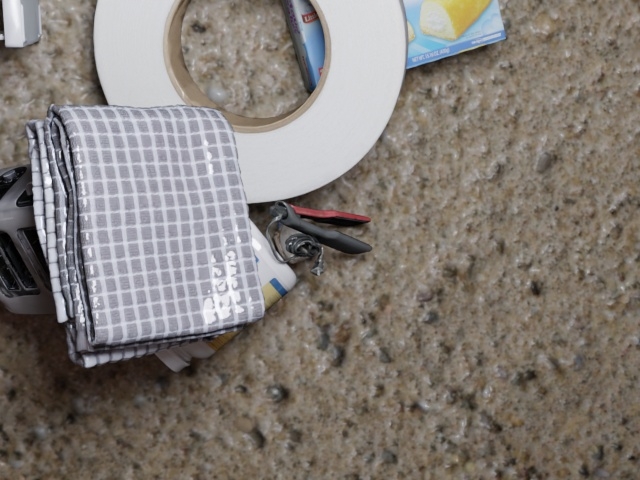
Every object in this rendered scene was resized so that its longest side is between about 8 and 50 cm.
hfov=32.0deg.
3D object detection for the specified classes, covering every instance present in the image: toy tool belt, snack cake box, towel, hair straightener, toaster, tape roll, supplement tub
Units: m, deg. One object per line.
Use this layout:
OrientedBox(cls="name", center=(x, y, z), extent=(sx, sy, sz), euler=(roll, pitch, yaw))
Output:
OrientedBox(cls="toy tool belt", center=(-0.038, -0.011, 1.516), extent=(0.052, 0.051, 0.083), euler=(-14, 94, -2))
OrientedBox(cls="snack cake box", center=(0.092, -0.302, 1.459), extent=(0.265, 0.089, 0.152), euler=(-18, 106, -8))
OrientedBox(cls="towel", center=(-0.193, -0.013, 1.262), extent=(0.235, 0.121, 0.283), euler=(-6, 83, -44))
OrientedBox(cls="hair straightener", center=(0.000, 0.000, 1.442), extent=(0.047, 0.230, 0.089), euler=(-9, 79, 28))
OrientedBox(cls="toaster", center=(-0.326, -0.001, 1.362), extent=(0.168, 0.110, 0.185), euler=(-5, 121, 30))
OrientedBox(cls="tape roll", center=(-0.085, -0.239, 1.377), extent=(0.392, 0.072, 0.391), euler=(2, 106, 7))
OrientedBox(cls="supplement tub", center=(-0.147, 0.062, 1.452), extent=(0.200, 0.144, 0.144), euler=(-39, 107, -2))

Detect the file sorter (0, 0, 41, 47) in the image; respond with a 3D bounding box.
OrientedBox(cls="file sorter", center=(-0.412, -0.315, 1.248), extent=(0.173, 0.277, 0.192), euler=(-3, 102, -10))
